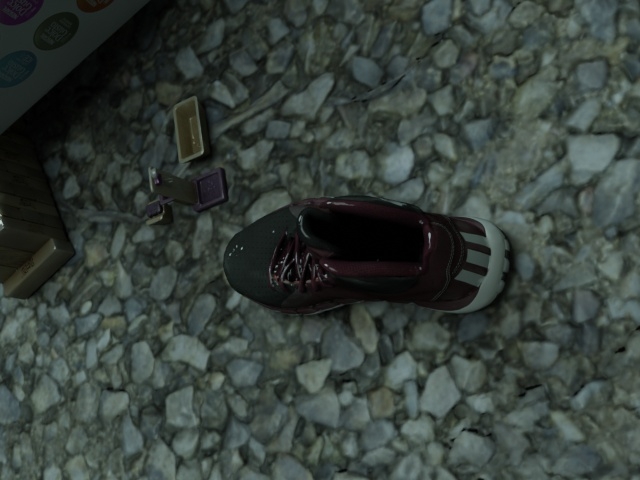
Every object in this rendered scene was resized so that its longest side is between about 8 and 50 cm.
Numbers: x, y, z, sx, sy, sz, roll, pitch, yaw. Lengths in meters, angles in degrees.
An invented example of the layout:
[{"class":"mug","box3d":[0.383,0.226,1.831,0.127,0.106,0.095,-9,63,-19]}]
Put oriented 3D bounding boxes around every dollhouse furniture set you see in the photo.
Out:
[{"class":"dollhouse furniture set","box3d":[-0.158,-0.086,1.083,0.091,0.081,0.114,-20,69,30]}]

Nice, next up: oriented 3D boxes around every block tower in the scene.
[{"class":"block tower","box3d":[-0.387,-0.099,1.240,0.091,0.097,0.336,-40,61,22]}]

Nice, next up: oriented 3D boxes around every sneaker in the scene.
[{"class":"sneaker","box3d":[0.000,0.000,0.903,0.281,0.162,0.107,-3,78,34]}]

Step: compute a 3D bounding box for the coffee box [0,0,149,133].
[{"class":"coffee box","box3d":[-0.396,-0.339,1.057,0.334,0.337,0.338,-40,68,6]}]
